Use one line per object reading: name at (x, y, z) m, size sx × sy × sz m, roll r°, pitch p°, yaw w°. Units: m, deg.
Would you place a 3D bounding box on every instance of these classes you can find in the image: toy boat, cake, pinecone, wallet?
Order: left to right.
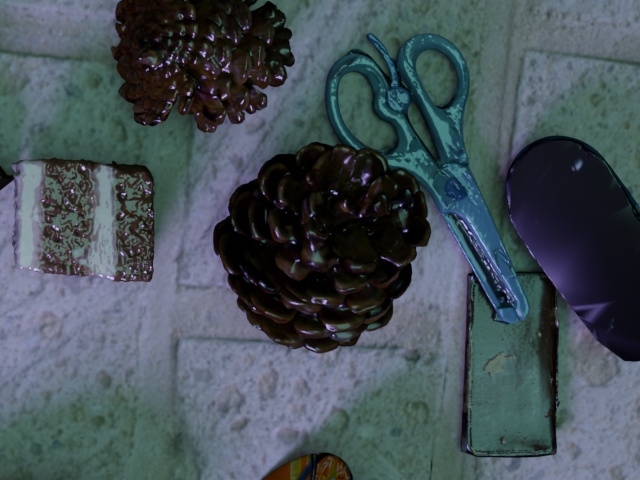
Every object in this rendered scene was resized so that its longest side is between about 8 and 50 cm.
cake at (-0.255, -0.022, 1.069) m, size 0.147 × 0.135 × 0.135 m, roll -2°, pitch 95°, yaw -17°
pinecone at (-0.125, -0.206, 1.073) m, size 0.195 × 0.150 × 0.179 m, roll -6°, pitch 96°, yaw -12°
pinecone at (0.000, 0.000, 1.078) m, size 0.224 × 0.272 × 0.224 m, roll 5°, pitch 61°, yaw -9°
wallet at (0.237, 0.155, 1.245) m, size 0.121 × 0.031 × 0.232 m, roll 1°, pitch 93°, yaw -8°
toy boat at (0.342, 0.000, 1.229) m, size 0.134 × 0.092 × 0.299 m, roll -33°, pitch 95°, yaw 23°

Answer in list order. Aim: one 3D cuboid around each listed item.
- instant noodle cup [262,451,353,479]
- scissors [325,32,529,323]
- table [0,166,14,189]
instant noodle cup at (0.005, 0.386, 1.129) m, size 0.230 × 0.230 × 0.182 m, roll -46°, pitch 111°, yaw -5°
scissors at (0.147, -0.070, 1.191) m, size 0.180 × 0.032 × 0.393 m, roll -28°, pitch 96°, yaw -6°
table at (-0.387, -0.077, 1.065) m, size 0.070 × 0.083 × 0.082 m, roll -39°, pitch 97°, yaw -4°
